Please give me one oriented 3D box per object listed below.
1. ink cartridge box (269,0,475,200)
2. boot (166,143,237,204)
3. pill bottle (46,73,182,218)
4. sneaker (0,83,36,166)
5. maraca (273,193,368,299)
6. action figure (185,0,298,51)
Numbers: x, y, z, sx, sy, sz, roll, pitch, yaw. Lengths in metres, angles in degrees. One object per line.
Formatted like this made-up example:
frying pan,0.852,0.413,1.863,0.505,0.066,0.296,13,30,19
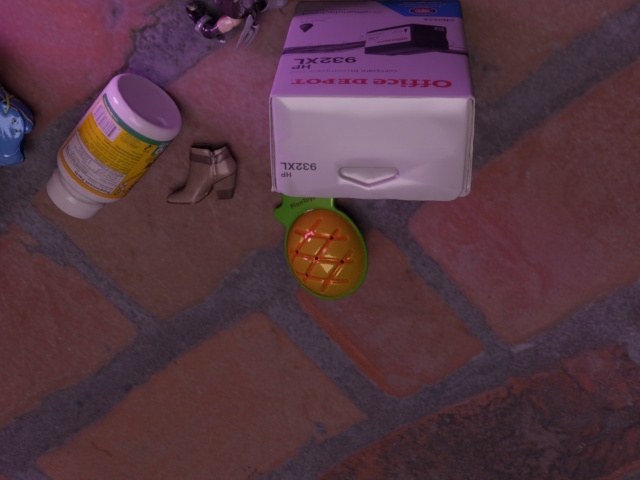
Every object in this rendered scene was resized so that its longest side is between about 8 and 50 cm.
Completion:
ink cartridge box,0.066,-0.182,1.094,0.223,0.307,0.129,1,124,4
boot,-0.180,-0.101,1.338,0.118,0.042,0.087,-6,116,8
pill bottle,-0.300,-0.127,1.282,0.117,0.117,0.208,37,119,-17
sneaker,-0.476,-0.206,1.282,0.126,0.091,0.240,-6,124,-12
maraca,0.000,0.000,1.352,0.127,0.099,0.185,-23,92,17
action figure,-0.163,-0.349,1.141,0.285,0.099,0.185,16,116,-9
